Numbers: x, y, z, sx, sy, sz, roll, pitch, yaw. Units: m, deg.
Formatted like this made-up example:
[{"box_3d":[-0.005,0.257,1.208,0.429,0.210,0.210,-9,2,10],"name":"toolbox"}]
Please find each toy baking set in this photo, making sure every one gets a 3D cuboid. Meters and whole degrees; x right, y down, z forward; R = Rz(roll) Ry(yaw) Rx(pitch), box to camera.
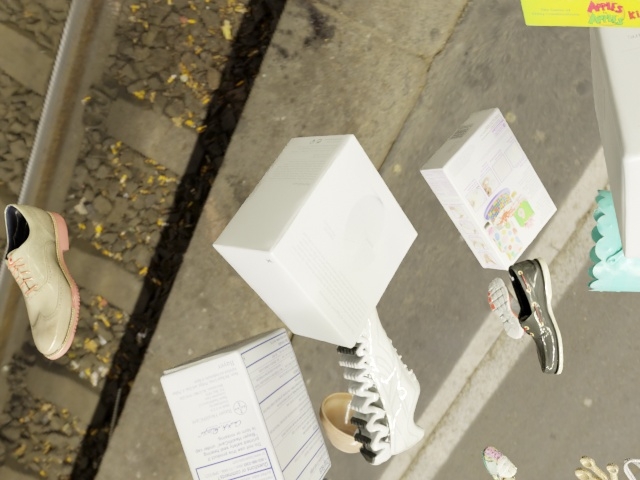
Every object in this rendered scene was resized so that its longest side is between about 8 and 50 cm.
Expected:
[{"box_3d":[0.645,0.527,1.371,0.197,0.030,0.256,53,143,-9],"name":"toy baking set"}]

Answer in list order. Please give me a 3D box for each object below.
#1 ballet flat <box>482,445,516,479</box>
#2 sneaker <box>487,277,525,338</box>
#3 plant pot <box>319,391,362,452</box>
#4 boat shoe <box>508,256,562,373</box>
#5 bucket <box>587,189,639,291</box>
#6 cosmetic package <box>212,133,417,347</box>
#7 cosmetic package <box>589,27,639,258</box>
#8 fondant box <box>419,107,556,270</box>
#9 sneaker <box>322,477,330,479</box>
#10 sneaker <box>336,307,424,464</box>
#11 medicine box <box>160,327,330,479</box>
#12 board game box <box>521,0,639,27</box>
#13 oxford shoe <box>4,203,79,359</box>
[{"box_3d":[0.574,0.730,2.030,0.079,0.077,0.222,-8,110,57],"name":"ballet flat"},{"box_3d":[0.473,0.168,1.654,0.061,0.064,0.158,-35,67,45],"name":"sneaker"},{"box_3d":[0.100,0.610,2.149,0.237,0.237,0.110,22,112,9],"name":"plant pot"},{"box_3d":[0.241,0.087,0.743,0.042,0.049,0.133,-12,91,-3],"name":"boat shoe"},{"box_3d":[0.796,0.005,1.698,0.183,0.281,0.281,5,109,19],"name":"bucket"},{"box_3d":[0.000,0.000,0.995,0.138,0.225,0.224,4,142,44],"name":"cosmetic package"},{"box_3d":[0.671,-0.228,1.157,0.329,0.394,0.327,-8,147,20],"name":"cosmetic package"},{"box_3d":[0.426,-0.125,1.655,0.330,0.238,0.096,52,157,-20],"name":"fondant box"},{"box_3d":[-0.031,0.557,1.127,0.108,0.302,0.121,-23,105,40],"name":"sneaker"},{"box_3d":[0.101,0.223,1.125,0.118,0.110,0.292,-11,93,-17],"name":"sneaker"},{"box_3d":[-0.118,0.324,1.160,0.149,0.263,0.289,-20,86,13],"name":"medicine box"},{"box_3d":[0.294,-0.250,0.623,0.181,0.043,0.092,14,69,33],"name":"board game box"},{"box_3d":[-0.591,0.080,1.358,0.123,0.130,0.348,-32,60,17],"name":"oxford shoe"}]
